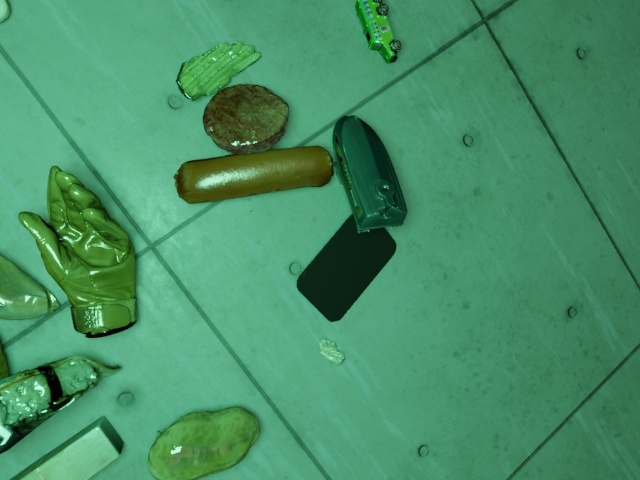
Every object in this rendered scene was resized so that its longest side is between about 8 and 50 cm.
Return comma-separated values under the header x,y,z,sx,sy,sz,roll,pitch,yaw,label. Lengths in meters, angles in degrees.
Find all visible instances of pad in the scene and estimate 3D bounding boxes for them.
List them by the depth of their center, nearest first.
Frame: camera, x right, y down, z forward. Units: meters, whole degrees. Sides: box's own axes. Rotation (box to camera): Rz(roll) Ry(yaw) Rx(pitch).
x,y,z,sx,sy,sz,roll,pitch,yaw,label
0.007,-0.001,1.093,0.323,0.055,0.250,44,78,-11,pad

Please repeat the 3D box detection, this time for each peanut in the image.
x,y,z,sx,sy,sz,roll,pitch,yaw,label
-0.234,0.409,0.983,0.225,0.129,0.129,-5,90,-26,peanut

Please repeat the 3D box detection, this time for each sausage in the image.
x,y,z,sx,sy,sz,roll,pitch,yaw,label
-0.132,-0.144,1.035,0.349,0.094,0.097,-10,91,-16,sausage

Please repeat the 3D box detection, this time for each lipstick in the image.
x,y,z,sx,sy,sz,roll,pitch,yaw,label
-0.557,0.482,0.907,0.372,0.076,0.079,-34,97,-14,lipstick

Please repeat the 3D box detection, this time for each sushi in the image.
x,y,z,sx,sy,sz,roll,pitch,yaw,label
-0.495,0.262,0.863,0.273,0.134,0.109,-35,94,-47,sushi

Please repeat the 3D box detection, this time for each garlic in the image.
x,y,z,sx,sy,sz,roll,pitch,yaw,label
-0.597,0.090,0.901,0.196,0.087,0.101,41,66,-9,garlic

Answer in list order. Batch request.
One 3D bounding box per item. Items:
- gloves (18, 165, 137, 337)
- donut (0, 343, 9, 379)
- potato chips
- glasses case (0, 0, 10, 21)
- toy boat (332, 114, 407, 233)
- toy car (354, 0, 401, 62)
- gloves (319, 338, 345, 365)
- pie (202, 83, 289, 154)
x,y,z,sx,sy,sz,roll,pitch,yaw,label
-0.441,0.020,0.919,0.154,0.141,0.330,-8,102,9,gloves
-0.703,0.259,0.826,0.330,0.160,0.329,1,88,-23,donut
-0.222,-0.375,1.040,0.092,0.028,0.207,47,69,-2,potato chips
-0.657,-0.504,0.907,0.081,0.051,0.204,-23,96,-15,glasses case
0.094,-0.156,1.075,0.114,0.122,0.296,-7,65,-21,toy boat
0.134,-0.494,1.134,0.063,0.071,0.165,-22,95,-1,toy car
0.026,0.259,1.103,0.044,0.037,0.081,-26,79,-51,gloves
-0.156,-0.258,1.015,0.183,0.049,0.182,1,60,-1,pie
